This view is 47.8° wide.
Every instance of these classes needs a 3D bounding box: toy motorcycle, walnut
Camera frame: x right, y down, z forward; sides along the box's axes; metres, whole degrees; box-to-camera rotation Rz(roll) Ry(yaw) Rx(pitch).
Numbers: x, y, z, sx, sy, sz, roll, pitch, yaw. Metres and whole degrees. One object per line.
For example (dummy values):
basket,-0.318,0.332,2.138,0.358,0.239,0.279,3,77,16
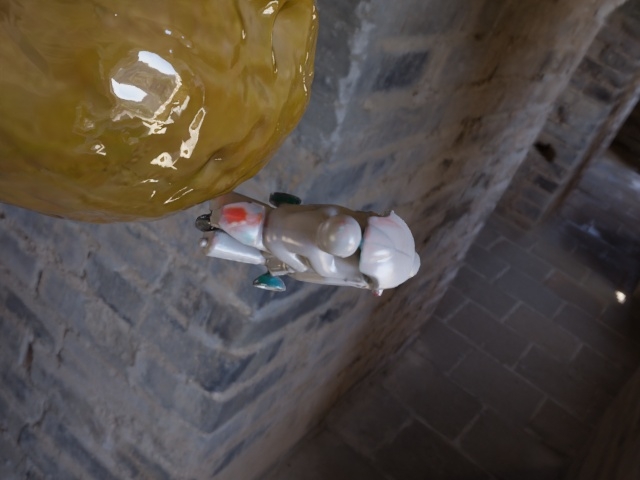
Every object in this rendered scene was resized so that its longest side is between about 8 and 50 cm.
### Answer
toy motorcycle,0.000,0.000,0.779,0.260,0.110,0.171,13,-12,-17
walnut,-0.165,-0.192,0.564,0.398,0.307,0.354,-10,83,-67
